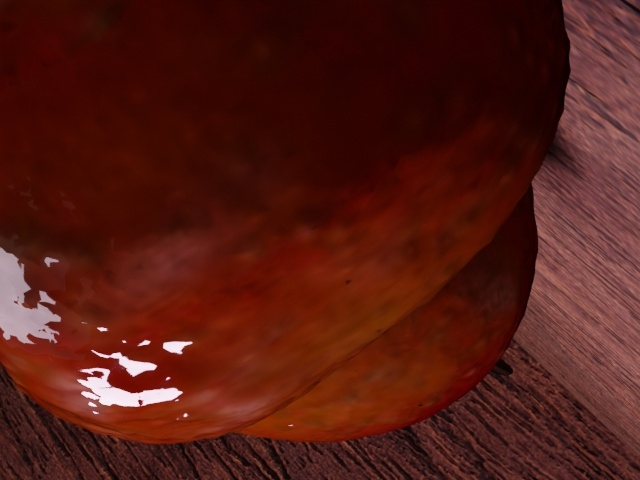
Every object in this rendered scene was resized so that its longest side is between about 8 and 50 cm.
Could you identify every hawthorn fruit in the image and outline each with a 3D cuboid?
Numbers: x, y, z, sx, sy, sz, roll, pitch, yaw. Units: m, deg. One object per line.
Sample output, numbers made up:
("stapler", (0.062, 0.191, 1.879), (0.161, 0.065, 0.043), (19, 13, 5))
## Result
("hawthorn fruit", (0.000, 0.000, 0.842), (0.369, 0.284, 0.285), (32, -172, -33))
("hawthorn fruit", (-0.069, -0.036, 0.513), (0.287, 0.330, 0.287), (35, 174, 4))
